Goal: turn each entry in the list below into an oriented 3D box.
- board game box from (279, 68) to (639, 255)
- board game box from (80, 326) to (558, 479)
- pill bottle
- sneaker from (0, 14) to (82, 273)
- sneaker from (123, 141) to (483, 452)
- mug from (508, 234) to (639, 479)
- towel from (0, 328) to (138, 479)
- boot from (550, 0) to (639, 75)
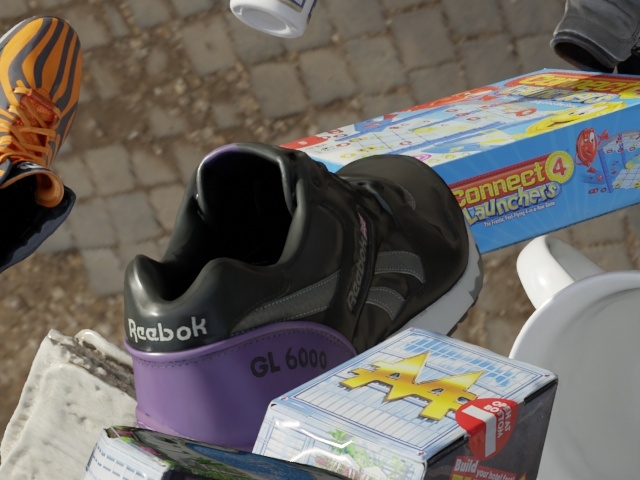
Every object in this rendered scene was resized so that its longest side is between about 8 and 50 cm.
[{"bbox_3d":[0.154,-0.074,1.409,0.308,0.302,0.086,-158,53,-68],"label":"board game box"},{"bbox_3d":[-0.013,0.110,0.418,0.060,0.194,0.194,17,85,39],"label":"board game box"},{"bbox_3d":[-0.034,-0.330,1.798,0.094,0.169,0.094,20,168,4],"label":"pill bottle"},{"bbox_3d":[-0.300,-0.092,1.603,0.125,0.321,0.180,26,165,-32],"label":"sneaker"},{"bbox_3d":[0.000,0.000,0.688,0.107,0.283,0.124,-4,115,20],"label":"sneaker"},{"bbox_3d":[0.358,0.137,1.705,0.276,0.328,0.374,-48,67,19],"label":"mug"},{"bbox_3d":[-0.096,0.183,1.099,0.282,0.049,0.187,33,135,2],"label":"towel"},{"bbox_3d":[0.392,-0.236,1.529,0.338,0.118,0.222,10,80,-9],"label":"boot"}]
